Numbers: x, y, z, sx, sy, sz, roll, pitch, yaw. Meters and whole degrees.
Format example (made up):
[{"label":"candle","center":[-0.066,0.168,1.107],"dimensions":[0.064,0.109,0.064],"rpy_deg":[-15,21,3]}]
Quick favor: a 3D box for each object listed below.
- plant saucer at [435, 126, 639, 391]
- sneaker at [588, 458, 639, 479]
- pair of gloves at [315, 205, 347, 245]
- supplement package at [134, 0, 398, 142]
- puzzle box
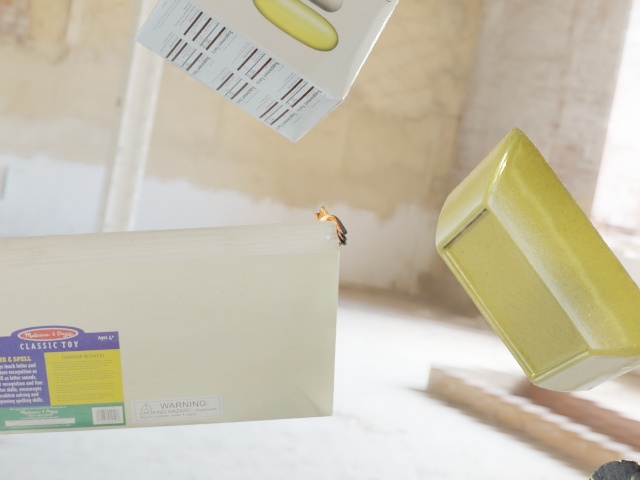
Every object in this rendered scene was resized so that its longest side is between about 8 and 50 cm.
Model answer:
[{"label":"plant saucer","center":[0.273,0.053,2.020],"dimensions":[0.081,0.333,0.333],"rpy_deg":[-33,-6,-17]},{"label":"sneaker","center":[0.369,0.359,1.750],"dimensions":[0.121,0.300,0.111],"rpy_deg":[-15,33,-4]},{"label":"pair of gloves","center":[0.000,0.000,2.246],"dimensions":[0.010,0.083,0.074],"rpy_deg":[24,25,-52]},{"label":"supplement package","center":[-0.044,-0.248,1.609],"dimensions":[0.203,0.194,0.149],"rpy_deg":[32,-23,-11]},{"label":"puzzle box","center":[-0.185,0.100,1.732],"dimensions":[0.408,0.272,0.052],"rpy_deg":[-2,44,-5]}]
